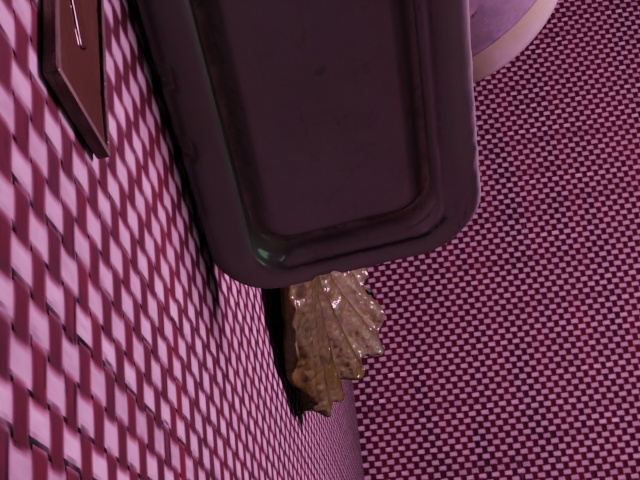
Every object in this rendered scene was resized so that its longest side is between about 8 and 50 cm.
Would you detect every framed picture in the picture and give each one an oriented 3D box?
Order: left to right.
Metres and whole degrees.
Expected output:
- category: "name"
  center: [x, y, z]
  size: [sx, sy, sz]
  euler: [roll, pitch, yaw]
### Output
- category: "framed picture"
  center: [-0.095, -0.085, 0.418]
  size: [0.066, 0.006, 0.089]
  euler: [74, 8, -66]

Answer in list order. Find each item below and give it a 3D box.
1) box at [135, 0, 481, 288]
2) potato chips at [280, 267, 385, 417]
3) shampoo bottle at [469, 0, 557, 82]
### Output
- category: "box"
  center: [-0.017, -0.145, 0.661]
  size: [0.182, 0.175, 0.312]
  euler: [-107, -175, -47]
- category: "potato chips"
  center: [0.000, 0.003, 1.173]
  size: [0.389, 0.097, 0.373]
  euler: [69, 14, -62]
- category: "shampoo bottle"
  center: [0.061, -0.305, 0.976]
  size: [0.317, 0.322, 0.323]
  euler: [36, 41, -52]
